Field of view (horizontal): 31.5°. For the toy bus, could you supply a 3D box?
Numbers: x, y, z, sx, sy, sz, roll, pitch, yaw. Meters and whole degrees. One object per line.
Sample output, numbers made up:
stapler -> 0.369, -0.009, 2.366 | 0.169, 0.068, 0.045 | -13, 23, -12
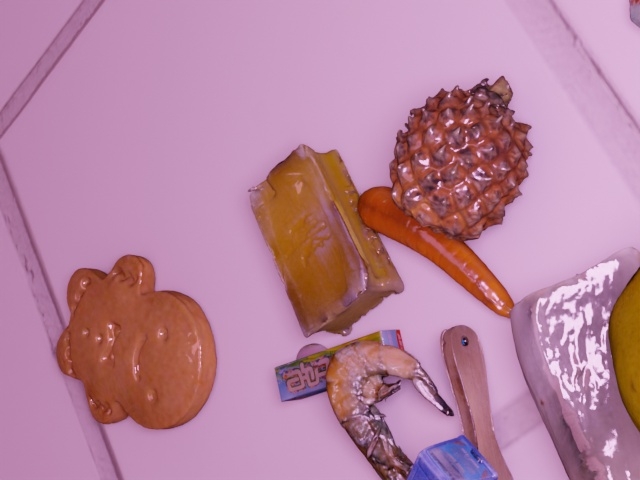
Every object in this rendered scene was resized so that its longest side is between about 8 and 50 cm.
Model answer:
toy bus -> 0.118, 0.328, 1.282 | 0.079, 0.094, 0.236 | 53, 133, 44

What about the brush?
brush -> 0.181, 0.263, 1.329 | 0.065, 0.070, 0.327 | -27, 68, 48

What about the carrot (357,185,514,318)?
carrot -> 0.138, 0.003, 1.383 | 0.271, 0.062, 0.066 | 35, 105, 37

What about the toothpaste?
toothpaste -> 0.022, 0.155, 1.486 | 0.193, 0.044, 0.070 | -24, 73, 38

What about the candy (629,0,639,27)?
candy -> 0.425, -0.326, 1.151 | 0.292, 0.059, 0.086 | -43, 57, 30

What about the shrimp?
shrimp -> 0.092, 0.219, 1.394 | 0.150, 0.051, 0.217 | -32, 86, 32

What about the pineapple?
pineapple -> 0.165, -0.103, 1.309 | 0.166, 0.166, 0.193 | 38, 104, 37

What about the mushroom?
mushroom -> 0.301, 0.185, 1.185 | 0.159, 0.122, 0.328 | -28, 69, 47

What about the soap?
soap -> 0.001, 0.000, 1.496 | 0.135, 0.076, 0.233 | -41, 62, 33

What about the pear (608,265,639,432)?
pear -> 0.427, 0.105, 0.979 | 0.375, 0.287, 0.287 | 36, 110, 33

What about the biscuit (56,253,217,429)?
biscuit -> -0.296, 0.165, 1.767 | 0.355, 0.052, 0.275 | 22, 102, 41
